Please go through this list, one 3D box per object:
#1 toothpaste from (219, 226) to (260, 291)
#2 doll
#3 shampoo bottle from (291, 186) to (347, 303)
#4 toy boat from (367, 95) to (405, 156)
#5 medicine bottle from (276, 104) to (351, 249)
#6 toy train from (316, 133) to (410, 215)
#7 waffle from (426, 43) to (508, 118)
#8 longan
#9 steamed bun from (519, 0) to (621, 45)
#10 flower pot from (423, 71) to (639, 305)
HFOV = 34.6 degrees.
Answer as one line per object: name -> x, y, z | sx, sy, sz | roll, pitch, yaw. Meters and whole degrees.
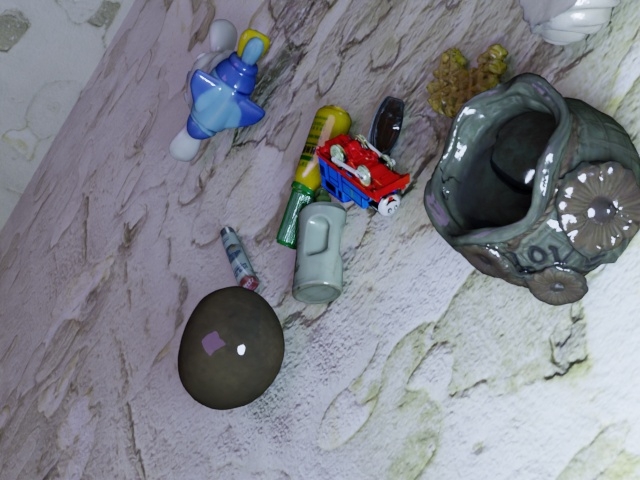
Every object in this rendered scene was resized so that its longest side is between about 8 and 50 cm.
toothpaste -> -0.184, 0.050, 2.337 | 0.062, 0.039, 0.239 | -50, 38, 18
doll -> -0.259, -0.382, 2.558 | 0.365, 0.187, 0.376 | -169, 80, -66
shampoo bottle -> 0.000, 0.000, 2.028 | 0.118, 0.087, 0.234 | -31, 48, 50
toy boat -> 0.124, -0.211, 1.993 | 0.066, 0.059, 0.140 | 127, 160, -84
medicine bottle -> -0.016, -0.130, 2.142 | 0.309, 0.076, 0.111 | -71, 19, 0
toy train -> 0.080, -0.121, 1.947 | 0.204, 0.082, 0.131 | 42, 149, 43
waffle -> 0.260, -0.286, 1.825 | 0.149, 0.051, 0.194 | -65, 27, 8
longan -> -0.184, 0.222, 2.065 | 0.246, 0.215, 0.246 | -39, 22, 19
steamed bun -> 0.399, -0.391, 1.618 | 0.183, 0.106, 0.183 | -33, 49, 48
flower pot -> 0.311, -0.069, 1.464 | 0.302, 0.213, 0.302 | -35, 44, 43
